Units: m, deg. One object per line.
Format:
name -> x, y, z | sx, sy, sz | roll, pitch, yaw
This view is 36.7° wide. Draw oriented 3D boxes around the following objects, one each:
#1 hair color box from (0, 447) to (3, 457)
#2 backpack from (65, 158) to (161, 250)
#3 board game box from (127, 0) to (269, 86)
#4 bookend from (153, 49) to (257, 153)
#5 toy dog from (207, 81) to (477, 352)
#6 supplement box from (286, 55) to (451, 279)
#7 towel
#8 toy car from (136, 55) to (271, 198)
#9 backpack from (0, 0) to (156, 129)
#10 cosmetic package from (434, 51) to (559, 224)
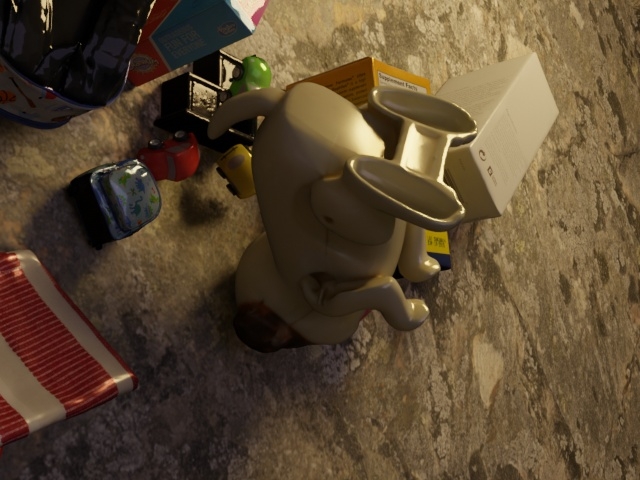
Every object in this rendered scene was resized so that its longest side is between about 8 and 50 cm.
hair color box -> -0.396, 0.252, 1.041 | 0.053, 0.093, 0.167 | 35, 54, -42
backpack -> -0.268, -0.058, 1.315 | 0.114, 0.084, 0.105 | -39, 112, -54
board game box -> -0.155, -0.387, 1.435 | 0.064, 0.242, 0.316 | 48, 45, -32
bookend -> -0.175, -0.235, 1.502 | 0.156, 0.072, 0.157 | 20, 63, -48
toy dog -> 0.000, 0.000, 1.405 | 0.396, 0.408, 0.284 | 14, 41, -8
supplement box -> 0.084, -0.113, 1.704 | 0.194, 0.195, 0.356 | 8, 74, -52
towel -> -0.380, 0.120, 1.043 | 0.237, 0.037, 0.329 | 46, 32, 19
toy car -> -0.133, -0.164, 1.429 | 0.239, 0.053, 0.225 | 11, 114, -47
backpack -> -0.348, -0.274, 1.172 | 0.277, 0.213, 0.263 | 24, 52, -42
cosmetic package -> 0.314, -0.206, 2.010 | 0.161, 0.230, 0.453 | 62, 40, -21
